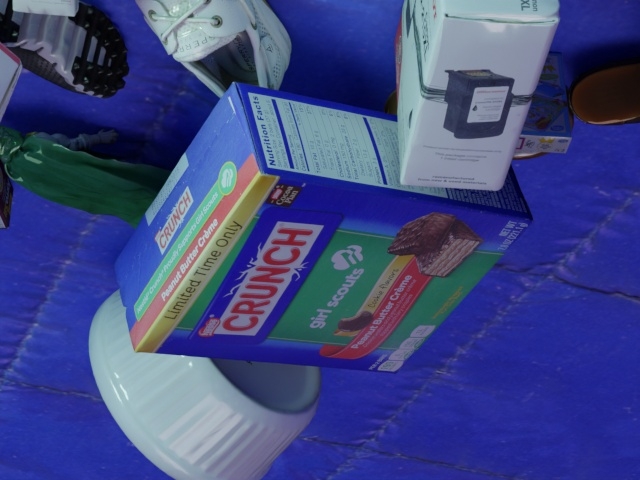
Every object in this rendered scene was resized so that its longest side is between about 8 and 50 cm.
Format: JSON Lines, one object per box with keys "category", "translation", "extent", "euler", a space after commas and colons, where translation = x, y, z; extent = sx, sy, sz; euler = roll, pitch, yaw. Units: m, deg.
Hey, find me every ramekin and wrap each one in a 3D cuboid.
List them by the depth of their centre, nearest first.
{"category": "ramekin", "translation": [-0.116, 0.137, 1.871], "extent": [0.273, 0.273, 0.127], "euler": [28, 126, -37]}

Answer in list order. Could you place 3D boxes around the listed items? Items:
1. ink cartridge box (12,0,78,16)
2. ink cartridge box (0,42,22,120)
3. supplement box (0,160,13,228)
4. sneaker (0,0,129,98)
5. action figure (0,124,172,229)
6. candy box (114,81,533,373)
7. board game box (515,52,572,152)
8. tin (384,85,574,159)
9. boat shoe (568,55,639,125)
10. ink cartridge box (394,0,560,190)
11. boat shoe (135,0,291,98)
{"category": "ink cartridge box", "translation": [-0.226, -0.266, 1.386], "extent": [0.056, 0.099, 0.135], "euler": [3, 146, -5]}
{"category": "ink cartridge box", "translation": [-0.431, -0.163, 1.426], "extent": [0.283, 0.117, 0.207], "euler": [7, 158, 36]}
{"category": "supplement box", "translation": [-0.352, -0.055, 1.750], "extent": [0.043, 0.055, 0.083], "euler": [-3, 148, 4]}
{"category": "sneaker", "translation": [-0.270, -0.192, 1.528], "extent": [0.106, 0.078, 0.234], "euler": [11, 173, 33]}
{"category": "action figure", "translation": [-0.239, -0.072, 1.718], "extent": [0.232, 0.063, 0.137], "euler": [19, 144, -34]}
{"category": "candy box", "translation": [0.000, 0.000, 1.634], "extent": [0.317, 0.122, 0.268], "euler": [9, 136, -32]}
{"category": "board game box", "translation": [0.156, -0.135, 1.591], "extent": [0.154, 0.103, 0.026], "euler": [3, 147, -5]}
{"category": "tin", "translation": [0.159, -0.121, 1.677], "extent": [0.189, 0.040, 0.106], "euler": [-2, 143, 2]}
{"category": "boat shoe", "translation": [0.342, -0.150, 1.613], "extent": [0.207, 0.073, 0.073], "euler": [-3, -175, 8]}
{"category": "ink cartridge box", "translation": [0.130, -0.181, 1.457], "extent": [0.100, 0.172, 0.237], "euler": [3, 147, -6]}
{"category": "boat shoe", "translation": [-0.106, -0.202, 1.489], "extent": [0.098, 0.096, 0.277], "euler": [-16, 144, 24]}
